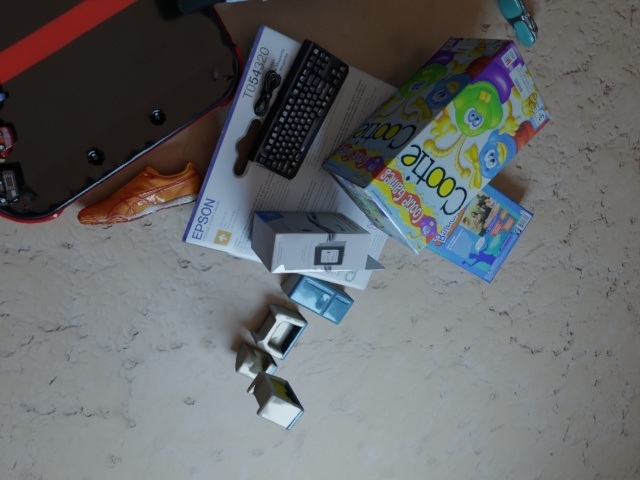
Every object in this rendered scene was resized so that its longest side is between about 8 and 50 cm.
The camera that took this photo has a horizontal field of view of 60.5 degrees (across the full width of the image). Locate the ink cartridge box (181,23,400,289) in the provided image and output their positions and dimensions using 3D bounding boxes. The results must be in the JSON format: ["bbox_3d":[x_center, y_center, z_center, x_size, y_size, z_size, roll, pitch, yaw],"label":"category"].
[{"bbox_3d":[-0.011,-0.110,0.848,0.330,0.071,0.324,18,103,-27],"label":"ink cartridge box"}]

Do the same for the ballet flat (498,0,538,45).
[{"bbox_3d":[0.331,-0.380,0.918,0.041,0.041,0.114,-46,122,-2],"label":"ballet flat"}]

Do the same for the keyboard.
[{"bbox_3d":[-0.039,-0.182,0.756,0.108,0.023,0.180,23,98,-29],"label":"keyboard"}]

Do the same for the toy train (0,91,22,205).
[{"bbox_3d":[-0.376,-0.118,0.637,0.036,0.027,0.158,-11,112,-23],"label":"toy train"}]

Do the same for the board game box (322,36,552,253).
[{"bbox_3d":[0.165,-0.142,0.793,0.275,0.142,0.144,-45,121,-2],"label":"board game box"}]

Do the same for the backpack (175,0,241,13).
[{"bbox_3d":[0.002,-0.425,0.617,0.355,0.273,0.290,-5,133,-10],"label":"backpack"}]

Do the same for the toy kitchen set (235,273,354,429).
[{"bbox_3d":[-0.023,0.179,0.903,0.122,0.166,0.207,31,96,-31],"label":"toy kitchen set"}]

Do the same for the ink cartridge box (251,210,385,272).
[{"bbox_3d":[0.000,0.000,0.798,0.180,0.104,0.060,0,110,-24],"label":"ink cartridge box"}]

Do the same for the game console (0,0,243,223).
[{"bbox_3d":[-0.319,-0.238,0.668,0.386,0.060,0.342,-36,117,-8],"label":"game console"}]

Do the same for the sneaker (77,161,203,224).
[{"bbox_3d":[-0.253,-0.065,0.769,0.175,0.064,0.068,-22,98,-21],"label":"sneaker"}]

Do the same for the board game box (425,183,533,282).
[{"bbox_3d":[0.283,-0.030,1.029,0.210,0.047,0.160,27,98,-31],"label":"board game box"}]
